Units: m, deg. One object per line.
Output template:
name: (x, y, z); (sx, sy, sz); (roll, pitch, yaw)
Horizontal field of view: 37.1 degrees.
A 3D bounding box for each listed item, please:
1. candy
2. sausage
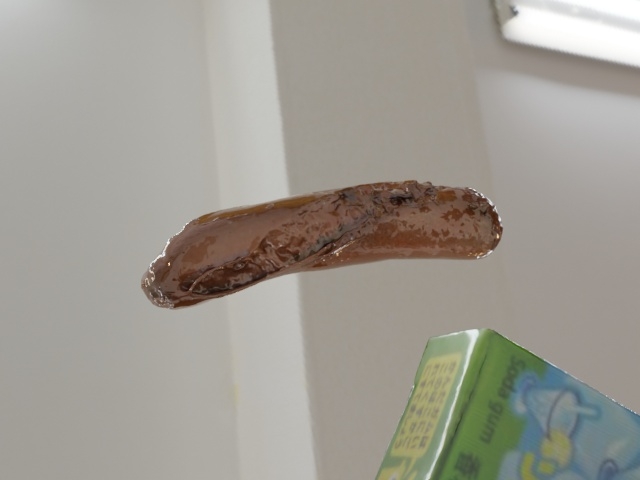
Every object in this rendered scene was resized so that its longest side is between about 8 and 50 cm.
candy: (0.117, 0.123, 0.386); (0.194, 0.062, 0.097); (30, -110, -9)
sausage: (0.000, -0.002, 0.852); (0.327, 0.079, 0.087); (-9, -106, -2)
